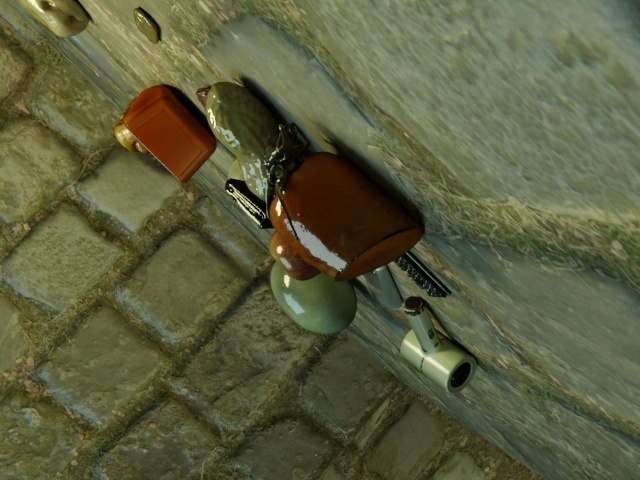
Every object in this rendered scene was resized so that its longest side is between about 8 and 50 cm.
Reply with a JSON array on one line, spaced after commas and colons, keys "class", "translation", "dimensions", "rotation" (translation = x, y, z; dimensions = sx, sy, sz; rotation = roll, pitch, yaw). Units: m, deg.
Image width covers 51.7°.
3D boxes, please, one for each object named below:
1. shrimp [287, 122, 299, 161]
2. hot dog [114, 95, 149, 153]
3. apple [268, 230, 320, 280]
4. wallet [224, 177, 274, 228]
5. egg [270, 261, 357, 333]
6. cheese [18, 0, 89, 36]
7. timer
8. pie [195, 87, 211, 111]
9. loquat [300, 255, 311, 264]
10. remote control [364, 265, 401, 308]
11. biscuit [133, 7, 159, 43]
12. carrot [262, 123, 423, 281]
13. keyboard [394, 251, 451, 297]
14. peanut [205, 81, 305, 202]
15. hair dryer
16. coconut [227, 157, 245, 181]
[{"class": "shrimp", "translation": [-0.031, -0.154, 1.361], "dimensions": [0.034, 0.125, 0.178], "rotation": [-129, 41, -59]}, {"class": "hot dog", "translation": [-0.558, -0.368, 2.137], "dimensions": [0.153, 0.150, 0.256], "rotation": [57, -162, -31]}, {"class": "apple", "translation": [-0.054, 0.021, 1.971], "dimensions": [0.188, 0.174, 0.188], "rotation": [45, 172, 8]}, {"class": "wallet", "translation": [-0.076, -0.082, 1.572], "dimensions": [0.172, 0.045, 0.318], "rotation": [43, -157, 32]}, {"class": "egg", "translation": [-0.022, 0.183, 2.340], "dimensions": [0.352, 0.258, 0.258], "rotation": [46, 171, -10]}, {"class": "cheese", "translation": [-0.805, -0.704, 1.979], "dimensions": [0.218, 0.117, 0.235], "rotation": [41, 175, -4]}, {"class": "timer", "translation": [-0.448, -0.346, 2.021], "dimensions": [0.257, 0.161, 0.250], "rotation": [47, -172, -26]}, {"class": "pie", "translation": [-0.245, -0.320, 1.623], "dimensions": [0.154, 0.036, 0.154], "rotation": [41, 171, 8]}, {"class": "loquat", "translation": [0.000, 0.000, 1.763], "dimensions": [0.163, 0.137, 0.163], "rotation": [50, 159, 27]}, {"class": "remote control", "translation": [0.159, 0.118, 1.890], "dimensions": [0.109, 0.055, 0.313], "rotation": [38, 170, 28]}, {"class": "biscuit", "translation": [-0.404, -0.496, 1.532], "dimensions": [0.071, 0.018, 0.147], "rotation": [45, 170, -9]}, {"class": "carrot", "translation": [0.007, -0.055, 1.243], "dimensions": [0.331, 0.214, 0.193], "rotation": [45, 148, 6]}, {"class": "keyboard", "translation": [0.165, 0.020, 1.495], "dimensions": [0.317, 0.027, 0.106], "rotation": [43, 171, -9]}, {"class": "peanut", "translation": [-0.134, -0.203, 1.396], "dimensions": [0.149, 0.149, 0.313], "rotation": [32, 165, 50]}, {"class": "hair dryer", "translation": [0.300, 0.267, 1.853], "dimensions": [0.203, 0.128, 0.362], "rotation": [34, 160, 44]}, {"class": "coconut", "translation": [-0.173, -0.160, 1.745], "dimensions": [0.153, 0.147, 0.147], "rotation": [41, 171, -3]}]
